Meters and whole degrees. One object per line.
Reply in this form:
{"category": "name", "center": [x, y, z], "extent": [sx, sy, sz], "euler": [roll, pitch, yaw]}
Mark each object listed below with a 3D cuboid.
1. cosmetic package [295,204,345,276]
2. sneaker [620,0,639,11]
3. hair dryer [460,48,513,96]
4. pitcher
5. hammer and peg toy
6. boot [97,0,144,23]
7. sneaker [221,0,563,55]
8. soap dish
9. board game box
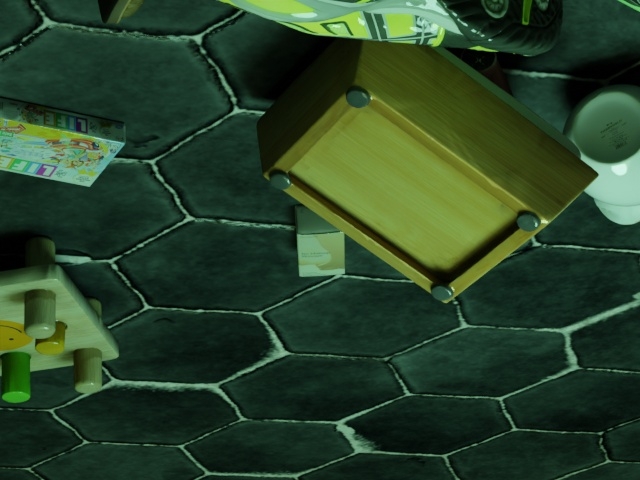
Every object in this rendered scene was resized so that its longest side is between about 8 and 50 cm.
{"category": "cosmetic package", "center": [0.000, 0.000, 2.088], "extent": [0.060, 0.041, 0.115], "euler": [-4, 153, 1]}
{"category": "sneaker", "center": [0.383, -0.316, 1.260], "extent": [0.202, 0.185, 0.483], "euler": [39, 141, -7]}
{"category": "hair dryer", "center": [0.105, -0.115, 1.838], "extent": [0.223, 0.080, 0.293], "euler": [15, 146, -30]}
{"category": "pitcher", "center": [0.355, -0.106, 1.872], "extent": [0.177, 0.125, 0.207], "euler": [-34, 157, 10]}
{"category": "hammer and peg toy", "center": [-0.458, 0.115, 2.149], "extent": [0.361, 0.127, 0.266], "euler": [-8, 153, 7]}
{"category": "boot", "center": [-0.114, -0.282, 1.462], "extent": [0.115, 0.112, 0.305], "euler": [-3, 153, -27]}
{"category": "sneaker", "center": [0.062, -0.242, 1.529], "extent": [0.384, 0.145, 0.147], "euler": [9, 168, -40]}
{"category": "soap dish", "center": [0.097, -0.077, 1.752], "extent": [0.291, 0.118, 0.229], "euler": [35, 138, -12]}
{"category": "board game box", "center": [-0.299, -0.105, 1.854], "extent": [0.154, 0.026, 0.103], "euler": [10, 150, -27]}
